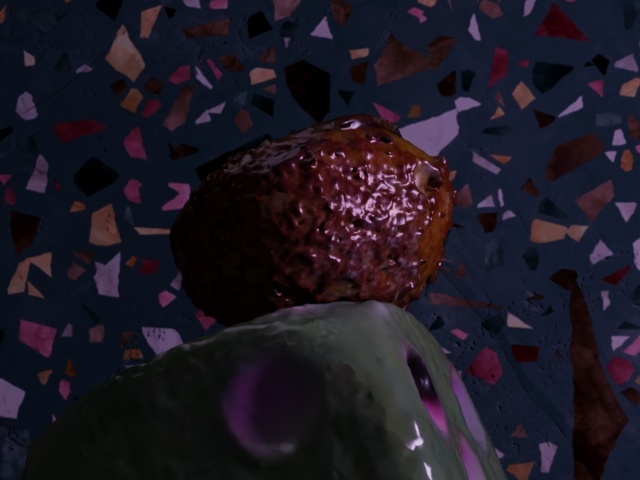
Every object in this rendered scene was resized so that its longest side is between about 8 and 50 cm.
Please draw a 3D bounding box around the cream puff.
[{"bbox_3d":[0.000,0.000,1.459,0.240,0.164,0.240,-26,-24,-13],"label":"cream puff"}]

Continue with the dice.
[{"bbox_3d":[-0.019,0.248,1.372,0.322,0.330,0.318,-23,-17,12],"label":"dice"}]
